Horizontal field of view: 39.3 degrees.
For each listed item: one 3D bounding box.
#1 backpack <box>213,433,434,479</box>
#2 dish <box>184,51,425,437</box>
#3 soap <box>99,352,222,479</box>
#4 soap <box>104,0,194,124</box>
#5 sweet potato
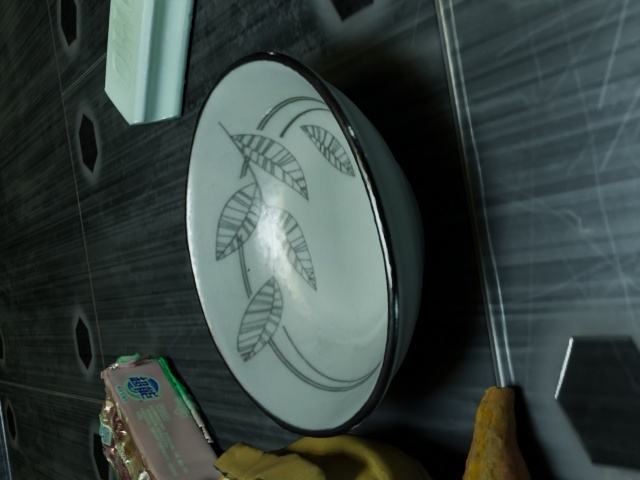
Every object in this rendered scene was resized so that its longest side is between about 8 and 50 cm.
[{"bbox_3d":[-0.029,0.320,0.706,0.378,0.201,0.353,-28,33,62],"label":"backpack"},{"bbox_3d":[0.000,0.000,0.750,0.316,0.106,0.316,21,115,53],"label":"dish"},{"bbox_3d":[-0.205,0.301,1.171,0.273,0.098,0.217,48,136,43],"label":"soap"},{"bbox_3d":[-0.206,-0.247,1.069,0.119,0.067,0.198,50,137,45],"label":"soap"},{"bbox_3d":[0.150,0.254,0.597,0.072,0.066,0.314,50,-159,-75],"label":"sweet potato"}]
